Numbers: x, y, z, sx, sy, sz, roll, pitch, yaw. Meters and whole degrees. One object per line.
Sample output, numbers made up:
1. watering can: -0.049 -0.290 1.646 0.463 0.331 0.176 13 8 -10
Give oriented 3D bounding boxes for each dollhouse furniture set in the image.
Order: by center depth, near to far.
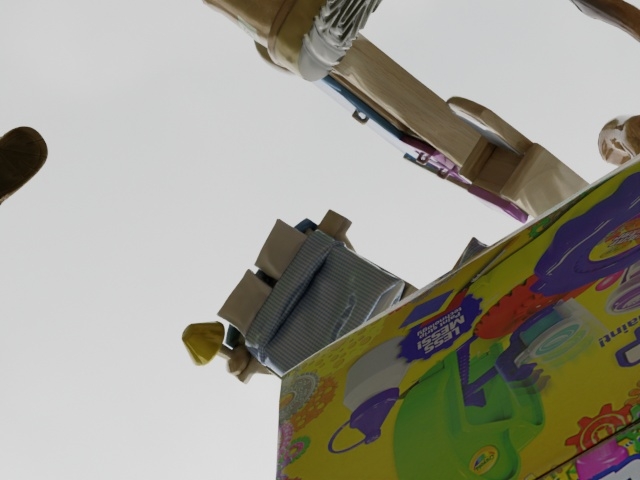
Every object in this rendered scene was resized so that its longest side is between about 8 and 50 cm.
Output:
1. dollhouse furniture set: 0.000 0.000 1.261 0.303 0.198 0.286 -56 -151 0

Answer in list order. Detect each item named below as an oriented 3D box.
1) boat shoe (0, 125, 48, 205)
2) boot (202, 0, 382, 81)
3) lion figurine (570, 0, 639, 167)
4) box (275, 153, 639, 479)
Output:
1. boat shoe: -0.260 -0.033 1.148 0.135 0.050 0.045 -38 -164 -19
2. boot: -0.051 -0.253 0.944 0.269 0.089 0.236 36 -96 20
3. lion figurine: 0.254 0.036 0.807 0.142 0.392 0.240 -37 -145 21
4. box: 0.178 0.116 0.569 0.290 0.279 0.177 -32 -160 13
